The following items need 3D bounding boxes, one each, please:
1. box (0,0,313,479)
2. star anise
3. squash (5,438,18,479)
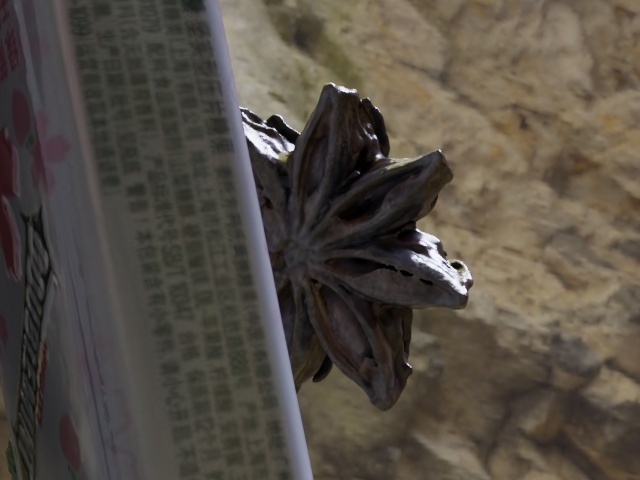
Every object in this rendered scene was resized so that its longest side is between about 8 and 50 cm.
[{"bbox_3d":[-0.105,-0.005,0.651,0.190,0.112,0.369,-23,-102,60],"label":"box"},{"bbox_3d":[-0.001,0.000,0.946,0.236,0.109,0.223,-7,-77,27],"label":"star anise"},{"bbox_3d":[-0.108,0.252,0.824,0.378,0.101,0.101,51,-55,39],"label":"squash"}]
